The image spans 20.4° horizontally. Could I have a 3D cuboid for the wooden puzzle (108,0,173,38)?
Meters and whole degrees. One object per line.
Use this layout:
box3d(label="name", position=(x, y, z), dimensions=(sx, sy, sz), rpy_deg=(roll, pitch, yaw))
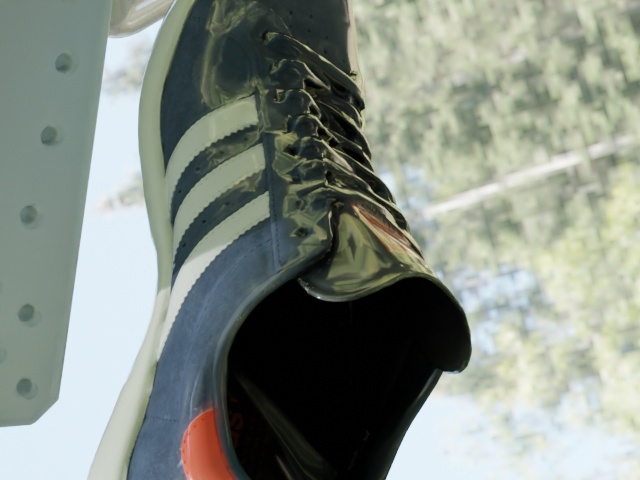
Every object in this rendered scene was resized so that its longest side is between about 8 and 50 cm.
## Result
box3d(label="wooden puzzle", position=(-0.056, -0.256, 1.023), dimensions=(0.044, 0.238, 0.221), rpy_deg=(27, -133, -53))

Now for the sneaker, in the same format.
box3d(label="sneaker", position=(0.000, 0.000, 0.776), dimensions=(0.131, 0.148, 0.350), rpy_deg=(25, -123, -36))

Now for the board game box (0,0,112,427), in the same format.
box3d(label="board game box", position=(-0.279, -0.094, 0.809), dimensions=(0.390, 0.050, 0.390), rpy_deg=(-1, -74, -38))
